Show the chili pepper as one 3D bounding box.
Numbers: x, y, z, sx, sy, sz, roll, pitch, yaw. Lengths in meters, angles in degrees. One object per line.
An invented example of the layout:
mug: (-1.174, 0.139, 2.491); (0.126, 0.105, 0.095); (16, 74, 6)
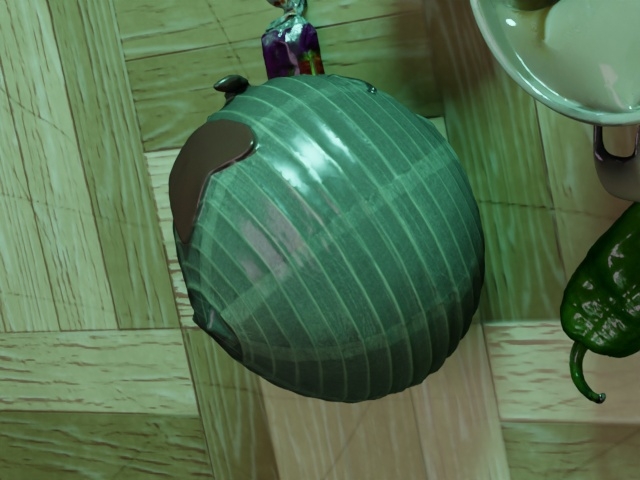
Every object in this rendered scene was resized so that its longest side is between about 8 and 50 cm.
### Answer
chili pepper: (0.254, 0.009, 1.156); (0.257, 0.074, 0.100); (-44, 75, 38)

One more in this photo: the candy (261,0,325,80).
candy: (-0.019, -0.131, 1.352); (0.043, 0.045, 0.175); (-2, 103, 45)

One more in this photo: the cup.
cup: (0.224, -0.153, 1.045); (0.191, 0.200, 0.253); (9, 109, 37)

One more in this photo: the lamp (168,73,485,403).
lamp: (0.000, 0.000, 1.247); (0.233, 0.233, 0.265); (14, 137, 35)
